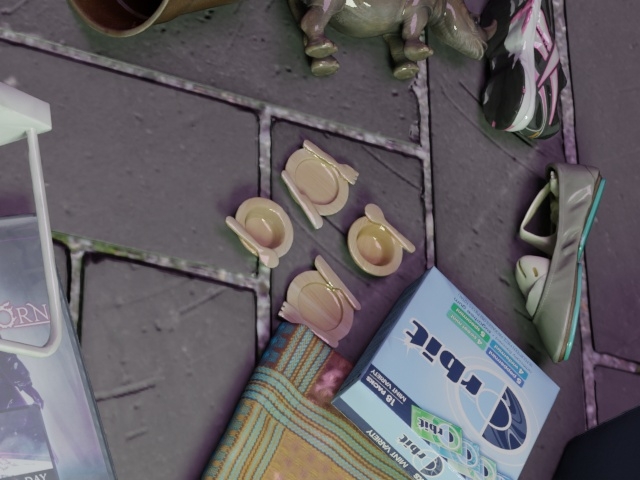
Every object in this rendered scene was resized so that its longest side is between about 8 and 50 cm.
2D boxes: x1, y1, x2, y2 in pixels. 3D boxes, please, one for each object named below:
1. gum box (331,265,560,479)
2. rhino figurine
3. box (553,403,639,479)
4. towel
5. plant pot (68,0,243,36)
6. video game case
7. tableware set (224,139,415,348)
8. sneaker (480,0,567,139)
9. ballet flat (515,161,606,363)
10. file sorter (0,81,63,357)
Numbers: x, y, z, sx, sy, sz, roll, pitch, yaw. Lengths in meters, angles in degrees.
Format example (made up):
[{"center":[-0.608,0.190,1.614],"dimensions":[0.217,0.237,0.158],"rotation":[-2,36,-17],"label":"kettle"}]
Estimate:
[{"center":[0.108,0.127,1.436],"dimensions":[0.157,0.041,0.184],"rotation":[44,37,-4],"label":"gum box"},{"center":[0.071,-0.207,1.588],"dimensions":[0.243,0.073,0.106],"rotation":[-1,71,-35],"label":"rhino figurine"},{"center":[0.313,0.349,1.405],"dimensions":[0.312,0.179,0.343],"rotation":[40,52,-11],"label":"box"},{"center":[0.008,0.271,1.334],"dimensions":[0.271,0.040,0.370],"rotation":[37,52,-14],"label":"towel"},{"center":[-0.110,-0.258,1.446],"dimensions":[0.165,0.167,0.167],"rotation":[-12,74,-44],"label":"plant pot"},{"center":[-0.254,0.117,1.247],"dimensions":[0.196,0.026,0.274],"rotation":[-7,73,-36],"label":"video game case"},{"center":[0.000,0.000,1.473],"dimensions":[0.141,0.020,0.169],"rotation":[47,51,-5],"label":"tableware set"},{"center":[0.199,-0.172,1.668],"dimensions":[0.077,0.072,0.178],"rotation":[25,63,-35],"label":"sneaker"},{"center":[0.209,0.017,1.583],"dimensions":[0.068,0.072,0.213],"rotation":[14,56,5],"label":"ballet flat"},{"center":[-0.324,0.008,1.062],"dimensions":[0.193,0.277,0.173],"rotation":[25,54,-64],"label":"file sorter"}]
